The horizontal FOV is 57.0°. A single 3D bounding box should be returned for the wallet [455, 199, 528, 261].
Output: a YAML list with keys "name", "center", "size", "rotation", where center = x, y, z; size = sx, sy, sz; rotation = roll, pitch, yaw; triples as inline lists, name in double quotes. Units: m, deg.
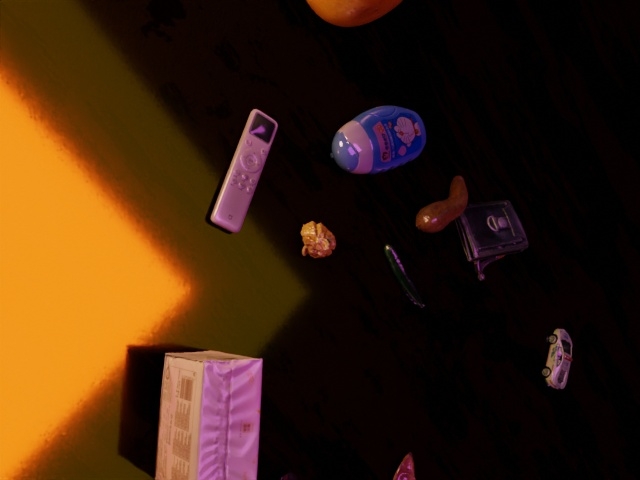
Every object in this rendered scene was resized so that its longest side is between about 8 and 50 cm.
- name: "wallet"
  center: [0.470, -0.033, 1.626]
  size: [0.236, 0.055, 0.160]
  rotation: [-7, 74, -37]

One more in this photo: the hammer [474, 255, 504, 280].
- name: "hammer"
  center: [0.497, 0.041, 1.668]
  size: [0.201, 0.021, 0.078]
  rotation: [-25, 101, -36]

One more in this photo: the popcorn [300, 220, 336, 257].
- name: "popcorn"
  center: [0.000, 0.000, 1.256]
  size: [0.084, 0.084, 0.084]
  rotation: [4, 84, -37]

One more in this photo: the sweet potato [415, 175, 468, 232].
- name: "sweet potato"
  center: [0.327, -0.089, 1.522]
  size: [0.081, 0.062, 0.233]
  rotation: [50, 55, -1]

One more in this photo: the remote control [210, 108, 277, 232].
- name: "remote control"
  center: [-0.148, -0.143, 1.185]
  size: [0.067, 0.029, 0.260]
  rotation: [29, 69, -32]

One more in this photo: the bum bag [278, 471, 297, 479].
- name: "bum bag"
  center: [-0.082, 0.523, 1.175]
  size: [0.058, 0.034, 0.124]
  rotation: [37, 65, -45]

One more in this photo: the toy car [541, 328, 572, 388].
- name: "toy car"
  center: [0.729, 0.359, 1.796]
  size: [0.093, 0.058, 0.186]
  rotation: [29, 70, -30]

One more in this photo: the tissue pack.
- name: "tissue pack"
  center: [-0.194, 0.309, 1.014]
  size: [0.124, 0.185, 0.224]
  rotation: [7, 81, -34]

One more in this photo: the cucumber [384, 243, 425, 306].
- name: "cucumber"
  center: [0.201, 0.088, 1.432]
  size: [0.036, 0.033, 0.184]
  rotation: [-33, 107, -9]

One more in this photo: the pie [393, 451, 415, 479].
- name: "pie"
  center: [0.204, 0.597, 1.388]
  size: [0.092, 0.034, 0.169]
  rotation: [-20, 99, -41]

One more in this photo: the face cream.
- name: "face cream"
  center: [0.131, -0.232, 1.374]
  size: [0.264, 0.083, 0.149]
  rotation: [-23, 97, -36]

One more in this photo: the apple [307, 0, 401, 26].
- name: "apple"
  center: [0.072, -0.618, 1.258]
  size: [0.299, 0.275, 0.298]
  rotation: [10, 69, -28]
